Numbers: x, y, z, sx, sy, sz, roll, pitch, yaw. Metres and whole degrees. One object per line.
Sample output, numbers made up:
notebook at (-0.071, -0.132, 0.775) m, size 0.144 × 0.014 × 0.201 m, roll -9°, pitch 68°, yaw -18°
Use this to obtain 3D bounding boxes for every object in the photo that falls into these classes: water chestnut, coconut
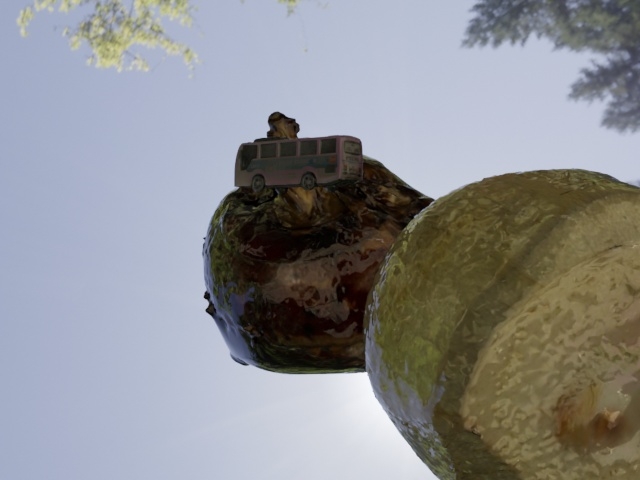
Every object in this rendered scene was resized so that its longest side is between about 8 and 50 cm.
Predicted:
water chestnut at (0.000, 0.000, 1.084) m, size 0.335 × 0.335 × 0.347 m, roll -22°, pitch -62°, yaw -30°
coconut at (0.182, 0.082, 0.726) m, size 0.297 × 0.254 × 0.297 m, roll -3°, pitch -76°, yaw -12°

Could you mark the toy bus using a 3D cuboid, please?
toy bus at (-0.022, -0.068, 0.772) m, size 0.037 × 0.131 × 0.052 m, roll -1°, pitch -88°, yaw -50°
